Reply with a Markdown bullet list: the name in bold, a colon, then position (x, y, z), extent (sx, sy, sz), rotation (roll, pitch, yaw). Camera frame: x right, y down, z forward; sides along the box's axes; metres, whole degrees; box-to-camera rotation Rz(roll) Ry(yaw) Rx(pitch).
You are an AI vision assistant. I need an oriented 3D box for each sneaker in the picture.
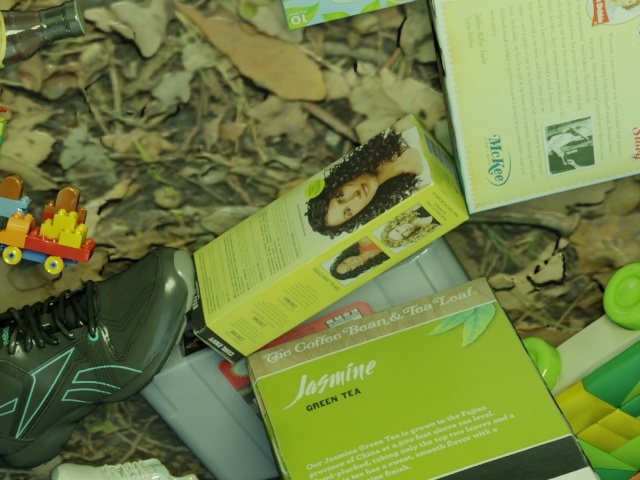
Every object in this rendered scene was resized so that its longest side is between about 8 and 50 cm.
- **sneaker**: position (-0.207, 0.091, 1.417), extent (0.106, 0.101, 0.267), rotation (31, 120, -31)
- **sneaker**: position (-0.173, 0.220, 1.583), extent (0.152, 0.054, 0.061), rotation (20, 117, -35)

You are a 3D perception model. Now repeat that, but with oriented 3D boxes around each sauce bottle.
- **sauce bottle**: position (-0.230, -0.142, 1.235), extent (0.128, 0.042, 0.042), rotation (-17, 134, 2)

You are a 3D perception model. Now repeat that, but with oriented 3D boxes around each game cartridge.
- **game cartridge**: position (0.004, 0.107, 1.509), extent (0.294, 0.060, 0.196), rotation (-25, 136, 12)

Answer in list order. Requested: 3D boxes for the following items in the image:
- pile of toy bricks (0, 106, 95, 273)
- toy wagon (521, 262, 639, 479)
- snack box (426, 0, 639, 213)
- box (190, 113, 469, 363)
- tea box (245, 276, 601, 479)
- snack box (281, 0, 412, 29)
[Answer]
- **pile of toy bricks**: position (-0.261, -0.052, 1.286), extent (0.212, 0.118, 0.105), rotation (13, 102, -2)
- **toy wagon**: position (0.282, 0.153, 1.581), extent (0.267, 0.068, 0.344), rotation (29, 125, -37)
- **snack box**: position (0.174, -0.169, 1.278), extent (0.187, 0.060, 0.322), rotation (-13, 134, 1)
- **box**: position (0.000, 0.000, 1.385), extent (0.232, 0.087, 0.058), rotation (-34, 132, 18)
- **tea box**: position (0.108, 0.271, 1.401), extent (0.220, 0.323, 0.329), rotation (-18, 127, -4)
- **snack box**: position (0.011, -0.221, 1.211), extent (0.100, 0.037, 0.141), rotation (-12, 134, 1)
